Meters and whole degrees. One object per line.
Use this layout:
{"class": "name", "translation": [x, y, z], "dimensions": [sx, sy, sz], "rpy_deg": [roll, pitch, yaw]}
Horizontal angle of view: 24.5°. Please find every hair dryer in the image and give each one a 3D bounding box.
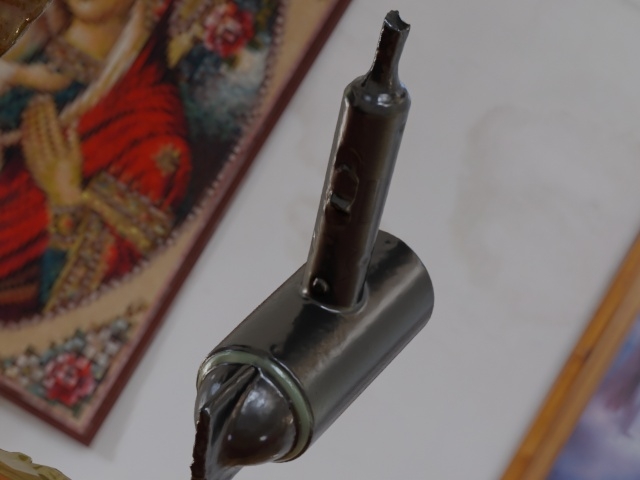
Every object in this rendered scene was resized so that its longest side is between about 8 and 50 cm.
{"class": "hair dryer", "translation": [0.000, 0.000, 0.764], "dimensions": [0.078, 0.248, 0.195], "rpy_deg": [25, 37, 19]}

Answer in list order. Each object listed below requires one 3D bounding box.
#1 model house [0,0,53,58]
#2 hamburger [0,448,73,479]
{"class": "model house", "translation": [-0.257, -0.157, 0.727], "dimensions": [0.219, 0.229, 0.199], "rpy_deg": [-13, -44, 23]}
{"class": "hamburger", "translation": [-0.203, 0.114, 0.522], "dimensions": [0.237, 0.149, 0.237], "rpy_deg": [26, -6, 3]}
